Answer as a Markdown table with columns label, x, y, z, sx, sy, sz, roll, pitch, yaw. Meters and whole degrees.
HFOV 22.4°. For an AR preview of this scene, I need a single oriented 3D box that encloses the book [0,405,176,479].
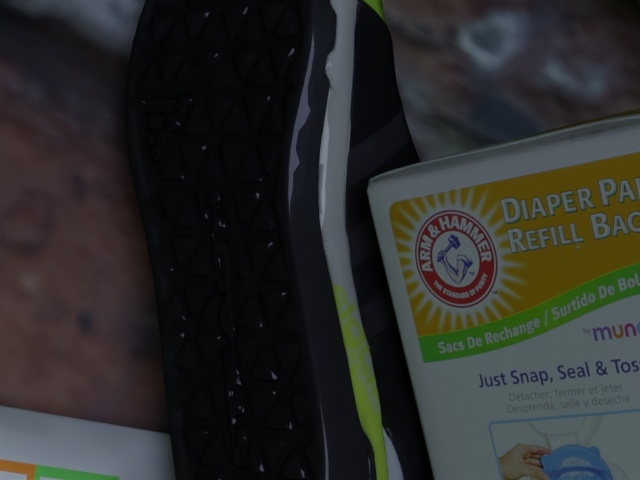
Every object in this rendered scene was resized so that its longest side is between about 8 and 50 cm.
| label | x | y | z | sx | sy | sz | roll | pitch | yaw |
| --- | --- | --- | --- | --- | --- | --- | --- | --- | --- |
| book | -0.114 | 0.094 | 0.477 | 0.144 | 0.035 | 0.096 | 10 | 75 | -14 |

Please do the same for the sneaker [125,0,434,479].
| label | x | y | z | sx | sy | sz | roll | pitch | yaw |
| --- | --- | --- | --- | --- | --- | --- | --- | --- | --- |
| sneaker | 0.000 | 0.000 | 0.513 | 0.097 | 0.084 | 0.235 | 12 | 73 | -49 |

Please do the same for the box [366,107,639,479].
| label | x | y | z | sx | sy | sz | roll | pitch | yaw |
| --- | --- | --- | --- | --- | --- | --- | --- | --- | --- |
| box | 0.106 | 0.062 | 0.476 | 0.114 | 0.103 | 0.203 | -18 | 95 | -49 |

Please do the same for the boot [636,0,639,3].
| label | x | y | z | sx | sy | sz | roll | pitch | yaw |
| --- | --- | --- | --- | --- | --- | --- | --- | --- | --- |
| boot | 0.201 | 0.017 | 0.544 | 0.338 | 0.118 | 0.223 | 27 | 84 | -5 |
